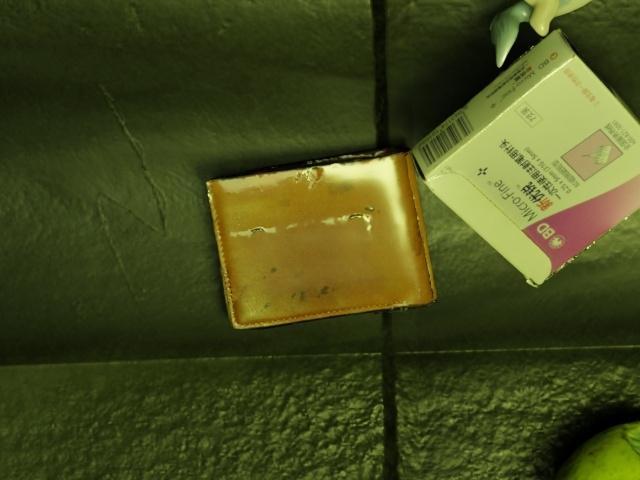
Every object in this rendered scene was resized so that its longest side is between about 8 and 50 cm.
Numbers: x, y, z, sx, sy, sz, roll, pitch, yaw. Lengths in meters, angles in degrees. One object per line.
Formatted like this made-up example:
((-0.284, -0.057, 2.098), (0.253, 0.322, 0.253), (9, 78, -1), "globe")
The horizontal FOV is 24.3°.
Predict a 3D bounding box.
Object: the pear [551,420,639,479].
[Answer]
((0.339, 0.289, 1.400), (0.255, 0.164, 0.238), (3, 118, 5), "pear")

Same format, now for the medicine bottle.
((0.197, -0.068, 1.293), (0.171, 0.052, 0.201), (-39, 132, 14), "medicine bottle")

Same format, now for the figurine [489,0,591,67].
((0.172, -0.255, 1.246), (0.183, 0.128, 0.209), (18, 112, -2), "figurine")

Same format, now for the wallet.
((0.000, -0.002, 1.374), (0.195, 0.042, 0.161), (-10, 112, 2), "wallet")
